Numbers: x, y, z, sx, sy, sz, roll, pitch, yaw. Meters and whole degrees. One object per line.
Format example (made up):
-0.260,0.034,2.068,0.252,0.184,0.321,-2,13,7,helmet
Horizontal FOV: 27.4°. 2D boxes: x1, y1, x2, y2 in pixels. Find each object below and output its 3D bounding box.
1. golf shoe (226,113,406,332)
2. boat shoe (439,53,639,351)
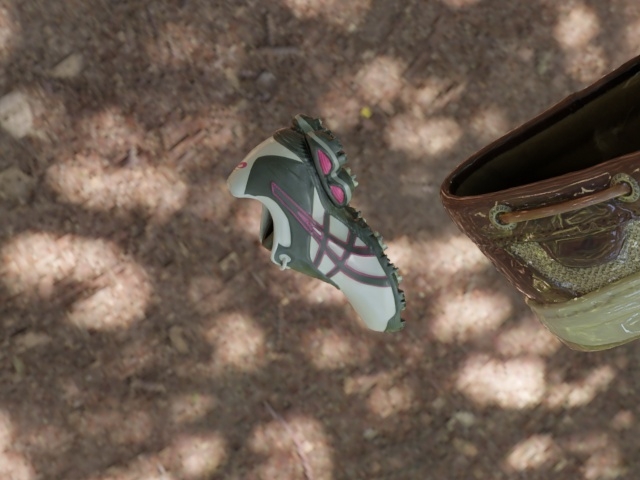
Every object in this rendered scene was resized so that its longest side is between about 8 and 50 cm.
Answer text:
0.000,0.000,1.374,0.120,0.105,0.273,-31,119,-7,golf shoe
0.191,-0.074,0.539,0.123,0.123,0.342,41,132,-18,boat shoe
